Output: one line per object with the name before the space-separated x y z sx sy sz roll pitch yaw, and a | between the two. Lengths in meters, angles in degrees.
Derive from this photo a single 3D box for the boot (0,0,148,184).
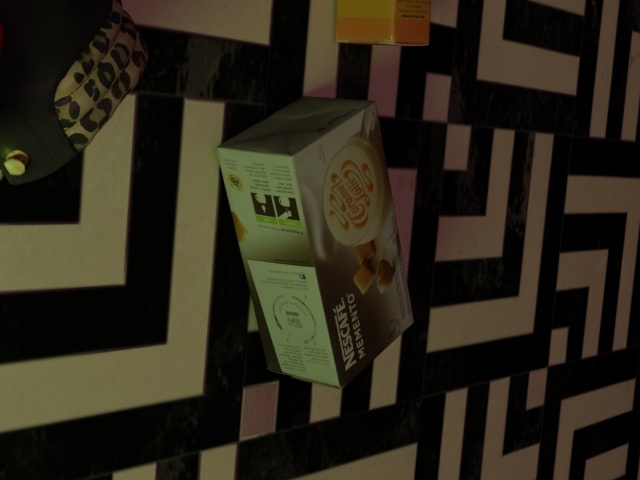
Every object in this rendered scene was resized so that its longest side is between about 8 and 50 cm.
boot | -0.279 -0.137 0.725 0.377 0.138 0.284 -50 138 -28

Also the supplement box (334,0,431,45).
supplement box | 0.068 -0.316 1.185 0.080 0.078 0.233 -13 108 -51

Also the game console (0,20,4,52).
game console | -0.267 -0.082 0.661 0.144 0.124 0.085 14 55 -50

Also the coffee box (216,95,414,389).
coffee box | 0.000 0.000 1.144 0.141 0.098 0.247 -36 124 -43
